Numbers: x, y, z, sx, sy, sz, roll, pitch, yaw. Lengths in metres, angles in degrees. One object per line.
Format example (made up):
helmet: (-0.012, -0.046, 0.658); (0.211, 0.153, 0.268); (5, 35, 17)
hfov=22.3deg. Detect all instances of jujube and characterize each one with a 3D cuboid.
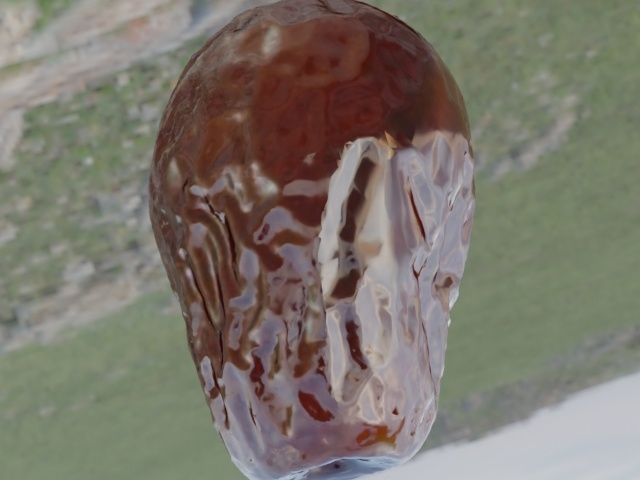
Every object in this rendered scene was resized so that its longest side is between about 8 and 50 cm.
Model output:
jujube: (0.000, 0.000, 0.863); (0.190, 0.255, 0.190); (-6, 161, -2)
